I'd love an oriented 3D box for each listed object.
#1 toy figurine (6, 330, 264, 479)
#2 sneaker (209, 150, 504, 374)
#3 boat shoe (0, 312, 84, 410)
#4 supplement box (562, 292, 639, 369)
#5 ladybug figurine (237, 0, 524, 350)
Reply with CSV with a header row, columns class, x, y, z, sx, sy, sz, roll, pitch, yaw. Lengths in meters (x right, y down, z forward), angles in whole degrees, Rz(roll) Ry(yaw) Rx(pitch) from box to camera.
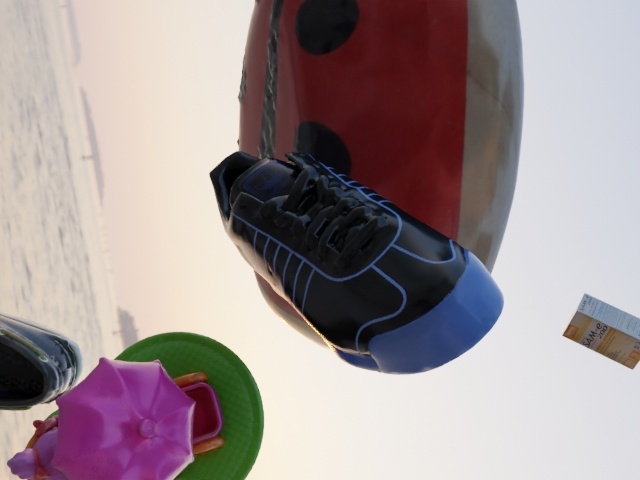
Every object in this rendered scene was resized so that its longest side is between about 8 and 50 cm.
class,x,y,z,sx,sy,sz,roll,pitch,yaw
toy figurine,-0.130,0.120,0.460,0.159,0.173,0.130,72,1,-77
sneaker,0.000,0.000,0.415,0.090,0.081,0.232,53,-16,-25
boat shoe,-0.313,0.082,0.606,0.069,0.227,0.081,-125,-132,-88
supplement box,0.371,0.118,0.961,0.098,0.036,0.062,26,-37,17
ladybug figurine,0.027,-0.081,0.635,0.305,0.161,0.450,-128,-145,-49
